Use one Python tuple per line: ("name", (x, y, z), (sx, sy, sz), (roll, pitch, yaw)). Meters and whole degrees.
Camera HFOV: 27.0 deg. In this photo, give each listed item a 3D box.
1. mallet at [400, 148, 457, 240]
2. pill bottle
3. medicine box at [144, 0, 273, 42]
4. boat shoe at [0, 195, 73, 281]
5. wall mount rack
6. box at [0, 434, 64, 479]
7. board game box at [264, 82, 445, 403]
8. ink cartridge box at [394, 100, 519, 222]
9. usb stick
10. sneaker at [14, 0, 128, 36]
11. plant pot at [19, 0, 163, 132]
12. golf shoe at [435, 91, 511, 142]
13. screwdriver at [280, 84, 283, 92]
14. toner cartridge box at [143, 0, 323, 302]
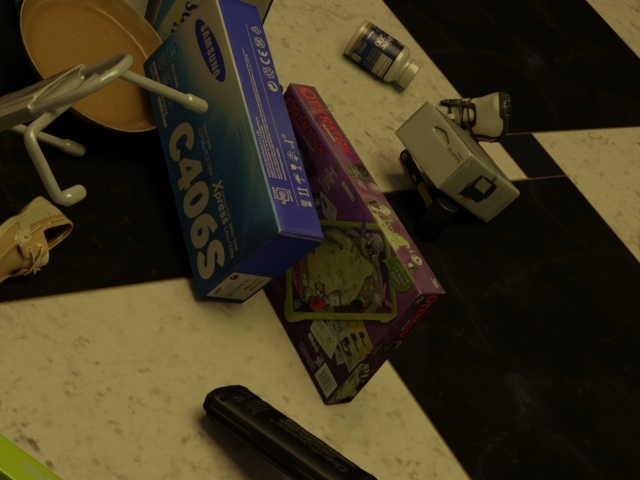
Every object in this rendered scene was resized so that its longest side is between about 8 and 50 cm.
("mallet", (0.146, -0.069, 1.985), (0.039, 0.062, 0.189), (20, 23, -28))
("pill bottle", (0.105, -0.302, 2.189), (0.120, 0.067, 0.067), (34, 35, 0))
("medicine box", (-0.148, -0.385, 1.903), (0.149, 0.263, 0.289), (17, 38, -13))
("boat shoe", (-0.327, 0.007, 1.485), (0.059, 0.063, 0.170), (29, 35, 2))
("wall mount rack", (-0.302, -0.117, 1.499), (0.130, 0.350, 0.304), (65, 33, -18))
("box", (-0.245, 0.268, 1.206), (0.178, 0.109, 0.042), (36, 34, 2))
("board game box", (0.000, 0.000, 1.632), (0.056, 0.208, 0.347), (-1, 49, -39))
("ink cartridge box", (0.203, -0.115, 1.983), (0.175, 0.072, 0.127), (29, 23, -54))
("usb stick", (-0.009, 0.238, 1.417), (0.278, 0.045, 0.077), (32, 18, 27))
("sneaker", (-0.373, -0.340, 1.827), (0.110, 0.107, 0.275), (-24, 65, -41))
("plant pot", (-0.288, -0.233, 1.714), (0.236, 0.032, 0.236), (27, 45, -30))
("golf shoe", (0.229, -0.188, 2.088), (0.094, 0.198, 0.077), (3, 83, -18))
("screwdriver", (-0.129, -0.221, 1.954), (0.170, 0.024, 0.025), (-2, 19, -32))
("toner cartridge box", (-0.114, -0.115, 1.644), (0.075, 0.165, 0.348), (10, 54, -43))
